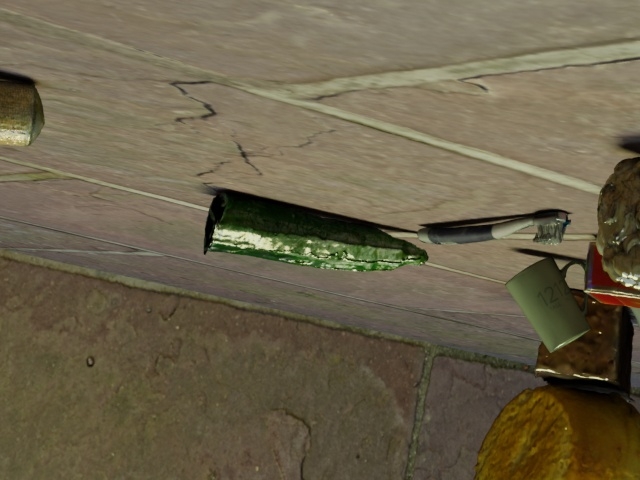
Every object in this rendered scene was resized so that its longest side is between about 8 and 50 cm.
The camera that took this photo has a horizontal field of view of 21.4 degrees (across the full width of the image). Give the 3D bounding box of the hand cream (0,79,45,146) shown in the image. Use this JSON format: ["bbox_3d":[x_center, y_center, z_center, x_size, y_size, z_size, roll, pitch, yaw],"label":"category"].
[{"bbox_3d":[-0.294,-0.095,1.185,0.203,0.084,0.084,7,175,-14],"label":"hand cream"}]

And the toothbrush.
[{"bbox_3d":[0.148,-0.006,1.495,0.024,0.026,0.288,16,173,-19],"label":"toothbrush"}]

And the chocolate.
[{"bbox_3d":[0.331,0.131,2.086,0.111,0.112,0.321,7,172,15],"label":"chocolate"}]

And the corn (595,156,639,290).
[{"bbox_3d":[0.272,-0.004,1.063,0.210,0.087,0.087,6,176,-17],"label":"corn"}]

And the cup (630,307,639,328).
[{"bbox_3d":[0.493,0.162,1.841,0.347,0.163,0.347,10,173,1],"label":"cup"}]

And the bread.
[{"bbox_3d":[0.289,0.288,2.003,0.145,0.268,0.268,21,170,-22],"label":"bread"}]

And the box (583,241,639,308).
[{"bbox_3d":[0.327,0.039,1.491,0.175,0.048,0.112,8,175,18],"label":"box"}]

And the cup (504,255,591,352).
[{"bbox_3d":[0.234,0.059,1.674,0.075,0.083,0.054,-28,170,-19],"label":"cup"}]

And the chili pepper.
[{"bbox_3d":[0.000,0.000,1.665,0.226,0.059,0.088,9,170,-12],"label":"chili pepper"}]
